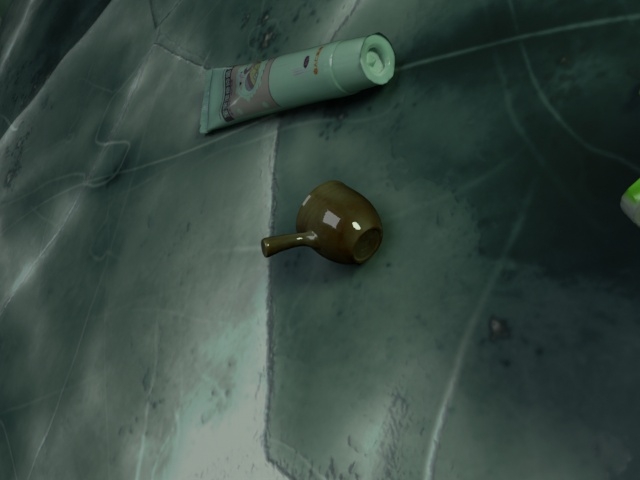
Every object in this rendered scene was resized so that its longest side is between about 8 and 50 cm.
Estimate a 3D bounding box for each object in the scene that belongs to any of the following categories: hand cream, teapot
[{"bbox_3d":[-0.046,-0.179,0.838,0.331,0.058,0.085,2,88,52],"label":"hand cream"},{"bbox_3d":[0.000,0.000,0.663,0.080,0.110,0.085,38,143,36],"label":"teapot"}]

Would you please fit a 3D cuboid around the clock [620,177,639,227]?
[{"bbox_3d":[0.314,0.020,0.263,0.235,0.166,0.309,-47,45,19],"label":"clock"}]

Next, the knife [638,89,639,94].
[{"bbox_3d":[0.251,-0.106,0.452,0.078,0.022,0.166,-52,13,21],"label":"knife"}]
